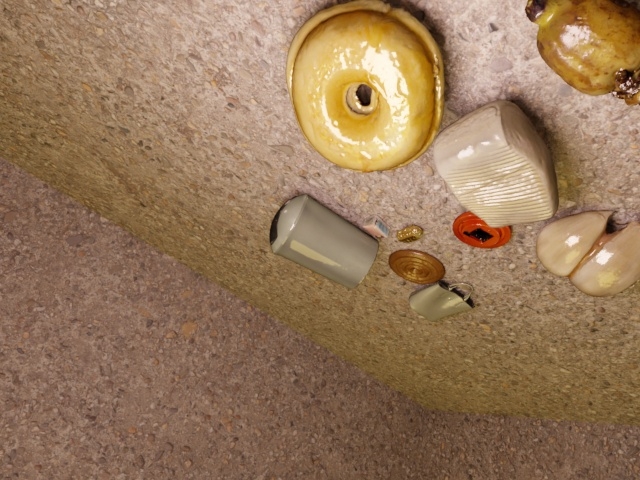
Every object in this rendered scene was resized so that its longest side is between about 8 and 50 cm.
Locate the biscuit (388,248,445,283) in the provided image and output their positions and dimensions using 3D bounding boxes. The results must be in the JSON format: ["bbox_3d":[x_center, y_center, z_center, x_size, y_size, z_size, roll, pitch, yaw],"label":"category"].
[{"bbox_3d":[0.430,0.125,1.975,0.261,0.037,0.262,17,150,10],"label":"biscuit"}]

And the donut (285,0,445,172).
[{"bbox_3d":[0.109,-0.378,1.132,0.448,0.198,0.449,13,131,15],"label":"donut"}]

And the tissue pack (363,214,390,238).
[{"bbox_3d":[0.230,-0.056,1.792,0.094,0.059,0.074,40,150,-27],"label":"tissue pack"}]

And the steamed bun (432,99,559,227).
[{"bbox_3d":[0.484,-0.217,1.180,0.383,0.236,0.247,35,146,-32],"label":"steamed bun"}]

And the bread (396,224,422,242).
[{"bbox_3d":[0.362,-0.026,1.752,0.110,0.060,0.066,-24,97,51],"label":"bread"}]

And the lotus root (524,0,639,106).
[{"bbox_3d":[0.558,-0.410,0.896,0.314,0.141,0.169,37,147,-5],"label":"lotus root"}]

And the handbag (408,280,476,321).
[{"bbox_3d":[0.585,0.282,2.059,0.241,0.109,0.315,32,146,-19],"label":"handbag"}]

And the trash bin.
[{"bbox_3d":[0.000,0.000,1.820,0.432,0.280,0.280,29,150,-11],"label":"trash bin"}]

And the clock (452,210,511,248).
[{"bbox_3d":[0.584,-0.034,1.588,0.205,0.051,0.205,16,151,10],"label":"clock"}]

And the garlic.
[{"bbox_3d":[0.865,0.042,1.393,0.249,0.286,0.313,-21,159,-12],"label":"garlic"}]
